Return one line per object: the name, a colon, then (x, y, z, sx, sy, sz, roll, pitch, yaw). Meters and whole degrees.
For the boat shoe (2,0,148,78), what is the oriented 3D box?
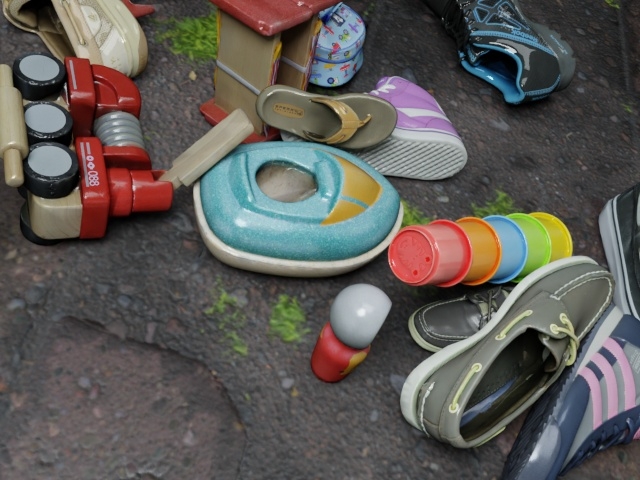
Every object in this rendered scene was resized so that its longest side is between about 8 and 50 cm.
boat shoe: (-0.376, -0.343, 0.987, 0.110, 0.121, 0.341, -32, 71, -36)

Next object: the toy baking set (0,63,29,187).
toy baking set: (-0.375, -0.064, 0.757, 0.030, 0.197, 0.256, 31, 28, -53)

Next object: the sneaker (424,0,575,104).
sneaker: (0.277, -0.369, 1.245, 0.140, 0.125, 0.341, -31, 67, -30)

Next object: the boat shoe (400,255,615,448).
boat shoe: (0.232, 0.124, 0.817, 0.305, 0.109, 0.091, -33, 25, -18)

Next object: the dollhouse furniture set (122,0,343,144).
dollhouse furniture set: (-0.163, -0.320, 1.007, 0.374, 0.201, 0.152, 38, 51, 18)

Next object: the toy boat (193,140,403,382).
toy boat: (0.000, 0.000, 0.845, 0.267, 0.148, 0.318, -3, 55, -22)

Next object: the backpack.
backpack: (-0.010, -0.322, 1.109, 0.173, 0.117, 0.158, 33, 50, 5)

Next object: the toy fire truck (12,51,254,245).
toy fire truck: (-0.224, -0.121, 0.853, 0.246, 0.158, 0.217, -2, 55, -25)

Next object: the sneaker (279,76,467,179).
sneaker: (0.063, -0.177, 1.044, 0.282, 0.102, 0.161, 9, 47, -27)

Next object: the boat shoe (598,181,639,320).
boat shoe: (0.474, 0.049, 1.000, 0.121, 0.119, 0.335, 6, 52, -16)

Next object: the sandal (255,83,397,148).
sandal: (0.009, -0.152, 0.907, 0.180, 0.072, 0.049, 8, 21, -11)

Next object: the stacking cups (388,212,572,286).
stacking cups: (0.191, 0.007, 0.873, 0.316, 0.096, 0.096, 1, 51, -47)

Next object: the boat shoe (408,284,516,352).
boat shoe: (0.218, 0.090, 0.904, 0.224, 0.073, 0.080, -1, 54, -21)

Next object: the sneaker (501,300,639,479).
sneaker: (0.324, 0.199, 0.836, 0.131, 0.112, 0.319, 38, 52, 14)
